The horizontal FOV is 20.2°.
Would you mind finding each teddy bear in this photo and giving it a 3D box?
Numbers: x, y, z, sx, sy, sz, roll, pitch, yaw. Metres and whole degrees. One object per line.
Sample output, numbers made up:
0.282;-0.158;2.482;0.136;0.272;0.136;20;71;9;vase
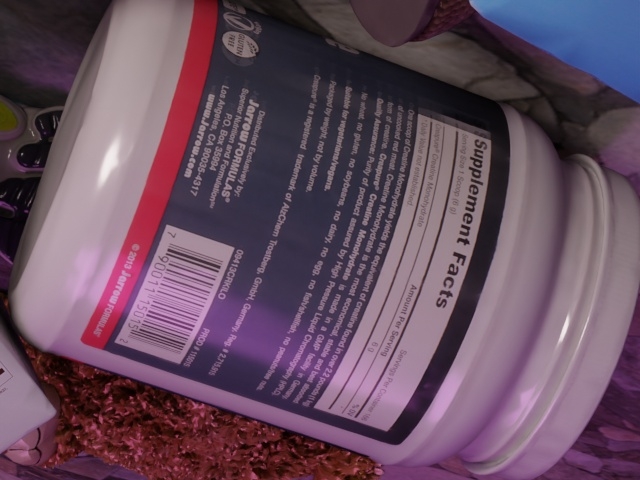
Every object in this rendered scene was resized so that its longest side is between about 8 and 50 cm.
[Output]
-0.114;0.129;1.331;0.338;0.113;0.245;15;154;-5;teddy bear

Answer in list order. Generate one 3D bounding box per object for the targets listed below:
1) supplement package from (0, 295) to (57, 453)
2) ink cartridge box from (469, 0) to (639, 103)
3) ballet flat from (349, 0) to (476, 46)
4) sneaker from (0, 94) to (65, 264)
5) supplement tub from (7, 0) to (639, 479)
-0.259;0.009;0.849;0.203;0.149;0.194;58;175;-36;supplement package
0.206;-0.146;0.452;0.197;0.198;0.270;25;154;-22;ink cartridge box
0.079;-0.150;0.689;0.058;0.084;0.250;-24;168;-28;ballet flat
-0.182;-0.038;1.049;0.275;0.107;0.110;25;173;-14;sneaker
0.000;0.000;0.886;0.272;0.191;0.191;20;155;-13;supplement tub
